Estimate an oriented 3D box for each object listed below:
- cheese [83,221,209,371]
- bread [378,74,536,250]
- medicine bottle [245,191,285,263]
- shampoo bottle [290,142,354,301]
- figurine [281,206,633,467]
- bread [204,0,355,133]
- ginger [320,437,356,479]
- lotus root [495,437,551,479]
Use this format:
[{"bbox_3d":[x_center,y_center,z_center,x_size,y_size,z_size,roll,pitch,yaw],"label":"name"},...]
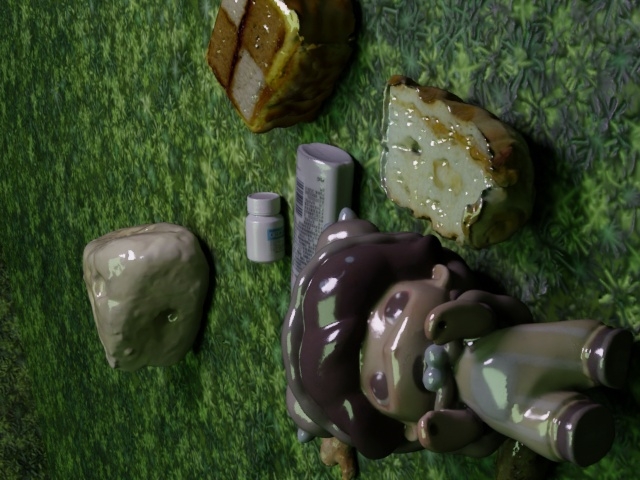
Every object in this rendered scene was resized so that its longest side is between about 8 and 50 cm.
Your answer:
[{"bbox_3d":[-0.289,0.047,1.731,0.251,0.174,0.248,68,151,29],"label":"cheese"},{"bbox_3d":[0.129,-0.074,1.040,0.232,0.088,0.128,43,126,56],"label":"bread"},{"bbox_3d":[-0.074,-0.017,1.443,0.052,0.052,0.089,22,118,57],"label":"medicine bottle"},{"bbox_3d":[0.000,0.000,1.313,0.086,0.056,0.227,33,127,50],"label":"shampoo bottle"},{"bbox_3d":[0.112,0.106,1.019,0.381,0.203,0.248,10,93,49],"label":"figurine"},{"bbox_3d":[-0.054,-0.238,1.283,0.181,0.096,0.222,60,148,23],"label":"bread"},{"bbox_3d":[0.024,0.263,1.385,0.048,0.030,0.097,4,106,32],"label":"ginger"},{"bbox_3d":[0.197,0.204,1.033,0.049,0.054,0.099,-122,35,-51],"label":"lotus root"}]
